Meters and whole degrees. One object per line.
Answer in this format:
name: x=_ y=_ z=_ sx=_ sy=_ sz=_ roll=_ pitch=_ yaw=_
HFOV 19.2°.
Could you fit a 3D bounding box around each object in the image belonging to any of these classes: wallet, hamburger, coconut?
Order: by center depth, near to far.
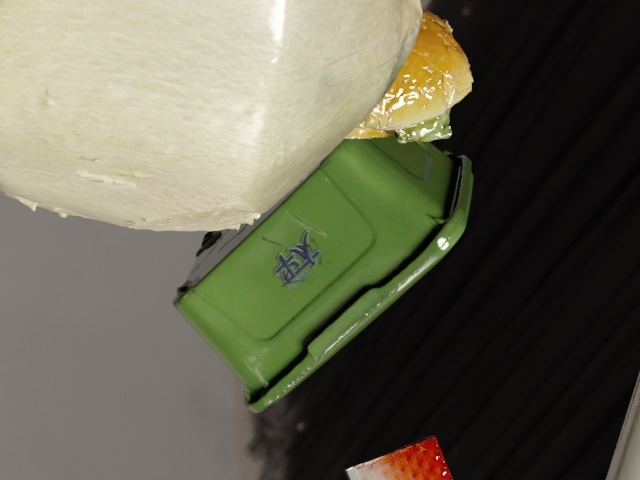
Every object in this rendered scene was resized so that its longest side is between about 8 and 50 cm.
coconut: x=-0.074 y=-0.121 z=0.974 sx=0.247 sy=0.245 sz=0.245 roll=16 pitch=29 yaw=-1
hamburger: x=0.065 y=-0.131 z=1.554 sx=0.176 sy=0.087 sz=0.102 roll=-22 pitch=44 yaw=-32
wallet: x=0.106 y=0.304 z=1.907 sx=0.020 sy=0.103 sz=0.197 roll=-4 pitch=72 yaw=-79

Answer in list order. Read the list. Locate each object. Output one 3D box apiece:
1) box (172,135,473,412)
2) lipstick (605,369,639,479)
box: x=0.000 y=0.000 z=2.067 sx=0.178 sy=0.328 sz=0.253 roll=46 pitch=19 yaw=-8
lipstick: x=0.191 y=0.190 z=1.079 sx=0.087 sy=0.327 sz=0.087 roll=7 pitch=34 yaw=-5
